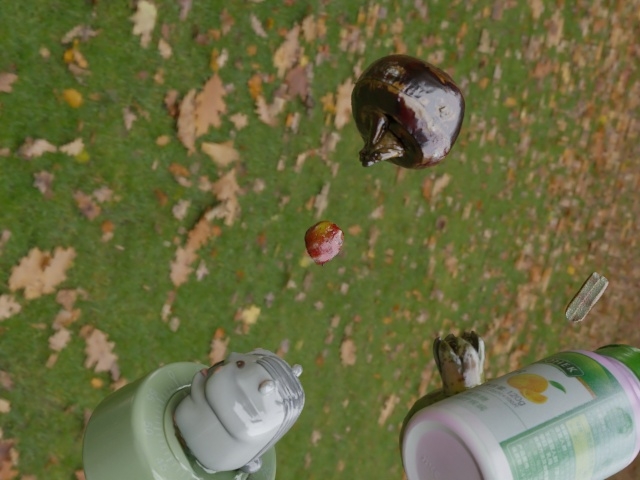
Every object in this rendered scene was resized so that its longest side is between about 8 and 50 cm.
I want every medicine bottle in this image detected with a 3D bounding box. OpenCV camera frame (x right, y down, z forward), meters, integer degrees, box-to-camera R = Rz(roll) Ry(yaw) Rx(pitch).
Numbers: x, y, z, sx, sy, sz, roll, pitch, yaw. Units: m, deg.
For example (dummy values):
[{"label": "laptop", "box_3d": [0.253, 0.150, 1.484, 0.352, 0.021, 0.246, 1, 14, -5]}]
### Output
[{"label": "medicine bottle", "box_3d": [0.222, 0.187, 0.916, 0.274, 0.133, 0.133, -13, 120, -34]}]

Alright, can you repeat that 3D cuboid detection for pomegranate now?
[{"label": "pomegranate", "box_3d": [0.200, 0.246, 1.259, 0.202, 0.202, 0.247, -17, 94, -57]}]

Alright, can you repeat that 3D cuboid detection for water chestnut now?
[{"label": "water chestnut", "box_3d": [0.153, -0.228, 1.739, 0.238, 0.224, 0.223, -45, 143, -25]}]

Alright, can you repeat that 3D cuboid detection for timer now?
[{"label": "timer", "box_3d": [-0.146, 0.269, 1.359, 0.315, 0.290, 0.291, -43, 169, 33]}]

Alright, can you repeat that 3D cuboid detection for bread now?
[{"label": "bread", "box_3d": [0.531, 0.114, 1.864, 0.109, 0.043, 0.062, -57, 161, 9]}]

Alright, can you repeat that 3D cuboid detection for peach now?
[{"label": "peach", "box_3d": [0.000, 0.000, 1.732, 0.083, 0.077, 0.050, -54, 137, -12]}]
